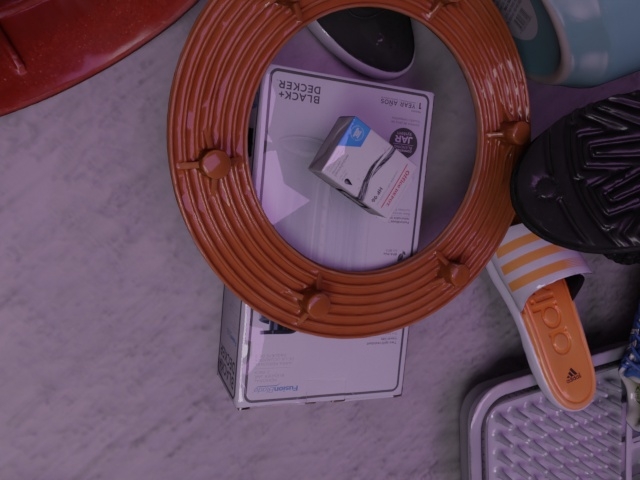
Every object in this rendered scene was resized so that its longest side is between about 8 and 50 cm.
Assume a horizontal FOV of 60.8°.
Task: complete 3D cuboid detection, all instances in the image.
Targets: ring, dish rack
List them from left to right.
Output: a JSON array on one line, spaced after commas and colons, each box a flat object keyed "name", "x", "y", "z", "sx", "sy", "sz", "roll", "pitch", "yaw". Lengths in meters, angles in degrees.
[{"name": "ring", "x": 0.048, "y": -0.078, "z": 0.447, "sx": 0.337, "sy": 0.032, "sz": 0.336, "roll": -5, "pitch": 103, "yaw": -24}, {"name": "dish rack", "x": 0.310, "y": 0.271, "z": 0.690, "sx": 0.333, "sy": 0.072, "sz": 0.285, "roll": -9, "pitch": 102, "yaw": -22}]

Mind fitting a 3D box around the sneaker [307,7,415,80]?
[{"name": "sneaker", "x": 0.025, "y": -0.274, "z": 0.451, "sx": 0.104, "sy": 0.147, "sz": 0.295, "roll": -36, "pitch": 111, "yaw": -17}]

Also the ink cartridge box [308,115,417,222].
[{"name": "ink cartridge box", "x": 0.039, "y": -0.051, "z": 0.415, "sx": 0.083, "sy": 0.028, "sz": 0.048, "roll": 32, "pitch": 87, "yaw": -26}]

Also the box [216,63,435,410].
[{"name": "box", "x": 0.000, "y": 0.000, "z": 0.511, "sx": 0.169, "sy": 0.087, "sz": 0.290, "roll": 2, "pitch": 96, "yaw": -23}]

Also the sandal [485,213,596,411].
[{"name": "sandal", "x": 0.258, "y": 0.055, "z": 0.598, "sx": 0.102, "sy": 0.076, "sz": 0.265, "roll": -18, "pitch": 83, "yaw": -23}]

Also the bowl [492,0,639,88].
[{"name": "bowl", "x": 0.220, "y": -0.258, "z": 0.478, "sx": 0.163, "sy": 0.311, "sz": 0.311, "roll": -40, "pitch": 111, "yaw": 7}]

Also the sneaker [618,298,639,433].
[{"name": "sneaker", "x": 0.393, "y": 0.129, "z": 0.623, "sx": 0.081, "sy": 0.080, "sz": 0.211, "roll": -12, "pitch": 101, "yaw": -22}]

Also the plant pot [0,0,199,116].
[{"name": "plant pot", "x": -0.221, "y": -0.242, "z": 0.303, "sx": 0.272, "sy": 0.272, "sz": 0.265, "roll": -35, "pitch": 101, "yaw": -15}]

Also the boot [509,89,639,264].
[{"name": "boot", "x": 0.331, "y": -0.046, "z": 0.571, "sx": 0.348, "sy": 0.260, "sz": 0.131, "roll": -14, "pitch": 75, "yaw": -6}]
